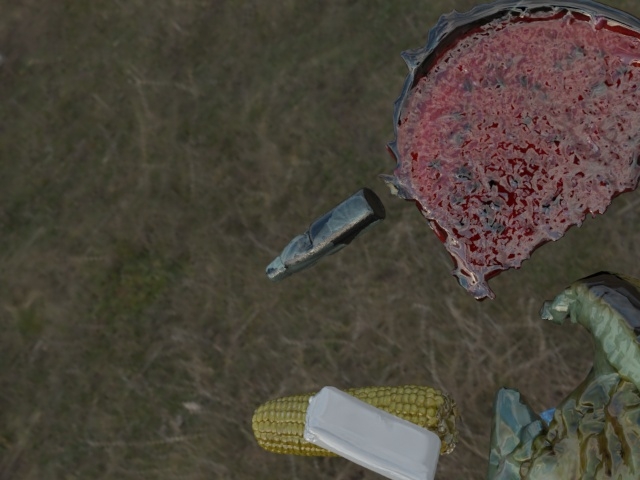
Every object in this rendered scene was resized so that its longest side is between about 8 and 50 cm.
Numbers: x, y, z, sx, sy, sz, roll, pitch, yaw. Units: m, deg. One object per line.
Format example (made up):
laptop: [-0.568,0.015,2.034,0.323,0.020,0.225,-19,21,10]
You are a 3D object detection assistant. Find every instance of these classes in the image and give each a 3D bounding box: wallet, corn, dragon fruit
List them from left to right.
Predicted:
corn: [0.050,0.263,1.633,0.305,0.106,0.106,-4,54,20]
wallet: [0.067,0.257,1.470,0.095,0.190,0.033,-66,2,-50]
dragon fruit: [0.225,-0.140,1.227,0.343,0.282,0.100,-35,8,10]

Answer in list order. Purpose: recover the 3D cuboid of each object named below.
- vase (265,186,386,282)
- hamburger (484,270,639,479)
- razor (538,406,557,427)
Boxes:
vase: [0.000,0.000,1.669,0.211,0.060,0.060,-35,41,24]
hamburger: [0.186,0.153,0.523,0.168,0.192,0.288,-54,17,16]
razor: [0.436,0.272,1.803,0.253,0.042,0.082,-11,35,-20]
